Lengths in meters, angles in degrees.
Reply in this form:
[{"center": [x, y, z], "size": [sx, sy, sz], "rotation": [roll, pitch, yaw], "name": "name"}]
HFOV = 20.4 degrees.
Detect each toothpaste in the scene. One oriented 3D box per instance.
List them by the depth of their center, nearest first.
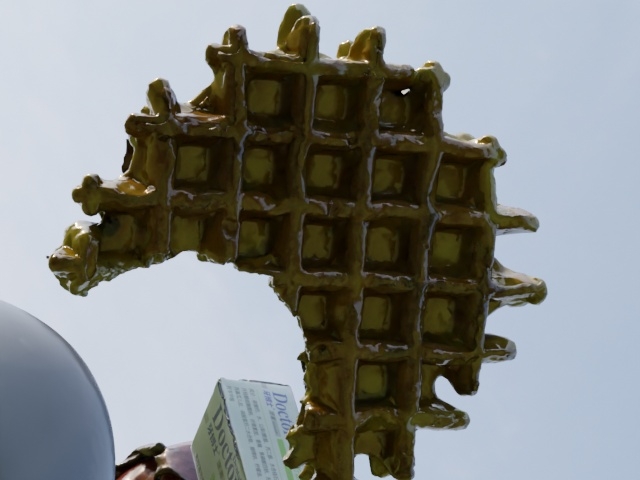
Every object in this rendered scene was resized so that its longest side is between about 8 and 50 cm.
[{"center": [-0.024, 0.238, 1.224], "size": [0.336, 0.067, 0.081], "rotation": [-109, -146, -48], "name": "toothpaste"}]

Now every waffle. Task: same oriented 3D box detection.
[{"center": [0.000, 0.000, 1.097], "size": [0.293, 0.260, 0.069], "rotation": [45, -11, -17], "name": "waffle"}]

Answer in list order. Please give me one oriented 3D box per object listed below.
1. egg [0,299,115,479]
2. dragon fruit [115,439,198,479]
[{"center": [-0.177, 0.106, 0.597], "size": [0.176, 0.232, 0.176], "rotation": [52, -3, 3], "name": "egg"}, {"center": [-0.119, 0.322, 1.852], "size": [0.250, 0.315, 0.250], "rotation": [16, -68, 46], "name": "dragon fruit"}]
